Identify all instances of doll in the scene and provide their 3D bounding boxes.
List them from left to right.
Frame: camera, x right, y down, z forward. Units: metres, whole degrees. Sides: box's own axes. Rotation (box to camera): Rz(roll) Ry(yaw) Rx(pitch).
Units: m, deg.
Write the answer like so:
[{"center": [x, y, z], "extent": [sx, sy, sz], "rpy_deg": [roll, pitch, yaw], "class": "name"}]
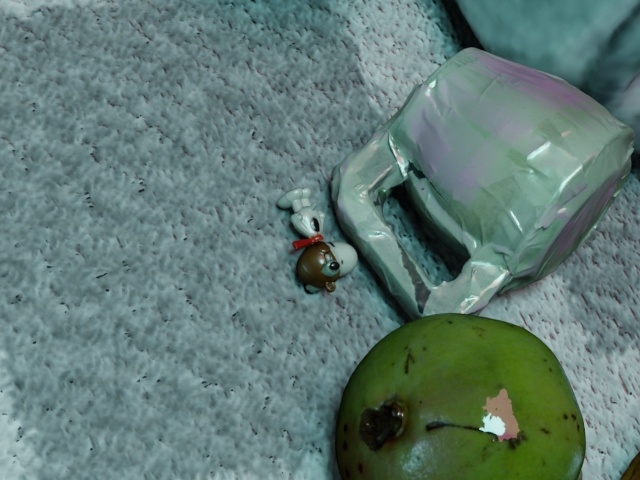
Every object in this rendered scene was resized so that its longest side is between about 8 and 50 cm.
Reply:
[{"center": [-0.005, -0.001, 1.155], "extent": [0.085, 0.040, 0.058], "rpy_deg": [53, 40, 5], "class": "doll"}]

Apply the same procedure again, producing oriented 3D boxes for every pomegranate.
[{"center": [0.111, 0.134, 1.060], "extent": [0.179, 0.179, 0.210], "rpy_deg": [56, 33, 12], "class": "pomegranate"}]

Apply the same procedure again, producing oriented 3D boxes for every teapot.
[{"center": [0.125, -0.045, 1.204], "extent": [0.178, 0.221, 0.163], "rpy_deg": [41, 9, 18], "class": "teapot"}]

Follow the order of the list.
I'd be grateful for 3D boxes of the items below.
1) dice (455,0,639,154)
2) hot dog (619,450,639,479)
[{"center": [0.320, -0.295, 1.290], "extent": [0.328, 0.330, 0.348], "rpy_deg": [1, 55, -34], "class": "dice"}, {"center": [0.314, 0.251, 1.118], "extent": [0.196, 0.122, 0.272], "rpy_deg": [24, 57, -10], "class": "hot dog"}]
